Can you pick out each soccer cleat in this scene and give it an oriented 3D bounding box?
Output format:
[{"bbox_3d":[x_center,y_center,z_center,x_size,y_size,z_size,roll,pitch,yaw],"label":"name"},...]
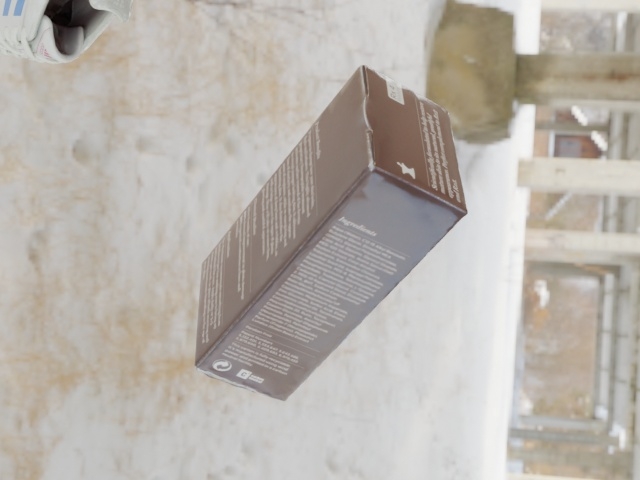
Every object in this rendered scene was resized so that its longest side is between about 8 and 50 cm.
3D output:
[{"bbox_3d":[-0.324,-0.247,1.204,0.116,0.331,0.143,14,65,-45],"label":"soccer cleat"}]

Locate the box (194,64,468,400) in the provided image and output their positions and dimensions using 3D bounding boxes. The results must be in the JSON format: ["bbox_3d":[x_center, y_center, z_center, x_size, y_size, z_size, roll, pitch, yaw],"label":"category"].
[{"bbox_3d":[0.000,0.000,1.304,0.381,0.143,0.191,-50,-152,36],"label":"box"}]
